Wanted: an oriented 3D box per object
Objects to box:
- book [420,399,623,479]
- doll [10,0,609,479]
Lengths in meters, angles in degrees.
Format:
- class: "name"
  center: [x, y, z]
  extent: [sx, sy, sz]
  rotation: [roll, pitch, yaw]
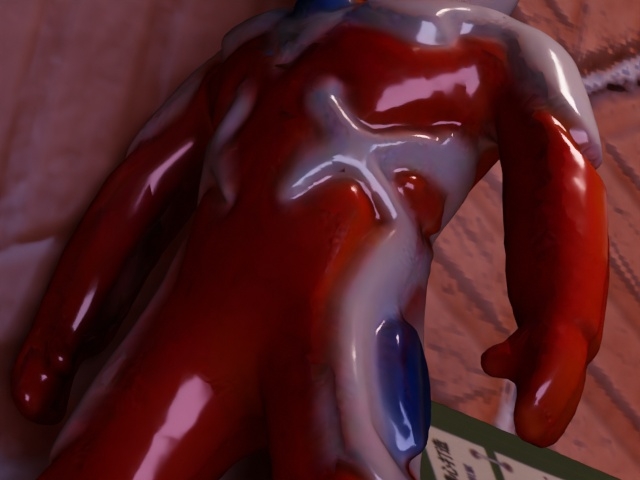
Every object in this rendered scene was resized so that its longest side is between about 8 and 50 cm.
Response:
- class: "book"
  center: [0.112, 0.148, 0.511]
  extent: [0.264, 0.202, 0.027]
  rotation: [24, 118, -24]
- class: "doll"
  center: [0.000, 0.000, 0.467]
  extent: [0.099, 0.188, 0.384]
  rotation: [55, 44, -44]
